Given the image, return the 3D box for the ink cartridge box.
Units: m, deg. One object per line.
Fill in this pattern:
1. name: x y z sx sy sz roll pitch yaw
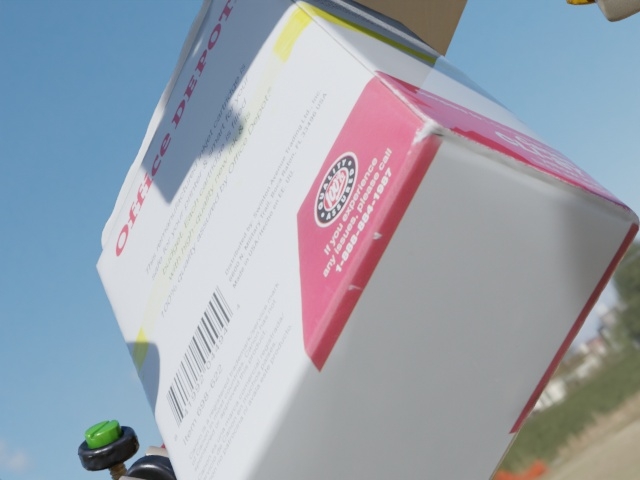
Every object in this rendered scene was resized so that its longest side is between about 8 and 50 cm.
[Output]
1. ink cartridge box: 0.000 0.000 0.932 0.160 0.384 0.279 19 -72 -27

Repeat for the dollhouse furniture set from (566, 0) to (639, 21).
1. dollhouse furniture set: 0.302 -0.253 1.135 0.301 0.197 0.151 -27 -46 -7

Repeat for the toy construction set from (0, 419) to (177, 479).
1. toy construction set: -0.194 0.321 1.214 0.257 0.237 0.309 -19 12 -5

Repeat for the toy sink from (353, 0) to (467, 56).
1. toy sink: 0.032 -0.209 1.222 0.153 0.131 0.234 10 -41 -8
